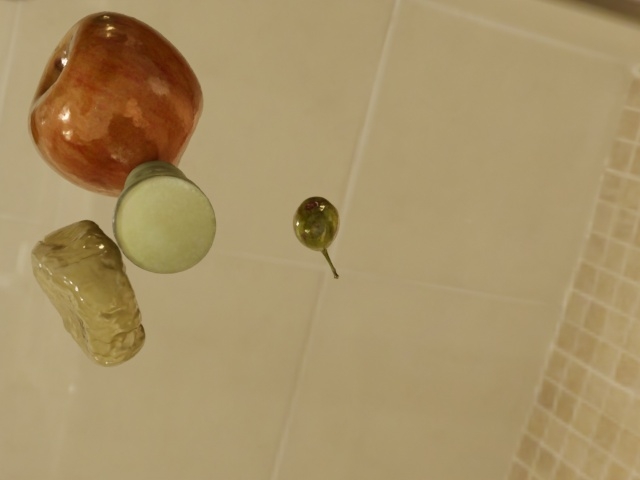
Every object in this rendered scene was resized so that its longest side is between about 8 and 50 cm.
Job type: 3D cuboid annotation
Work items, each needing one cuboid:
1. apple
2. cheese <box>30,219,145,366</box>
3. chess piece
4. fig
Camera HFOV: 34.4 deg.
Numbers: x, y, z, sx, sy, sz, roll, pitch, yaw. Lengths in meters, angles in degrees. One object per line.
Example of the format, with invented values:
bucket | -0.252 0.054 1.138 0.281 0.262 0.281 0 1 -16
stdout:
apple | -0.330 -0.215 1.711 0.299 0.275 0.299 -47 24 29
cheese | -0.338 0.085 1.530 0.226 0.117 0.214 35 147 55
chess piece | -0.239 -0.055 1.541 0.251 0.144 0.144 -125 49 -70
fig | -0.009 0.003 1.888 0.093 0.093 0.166 -122 30 -59
